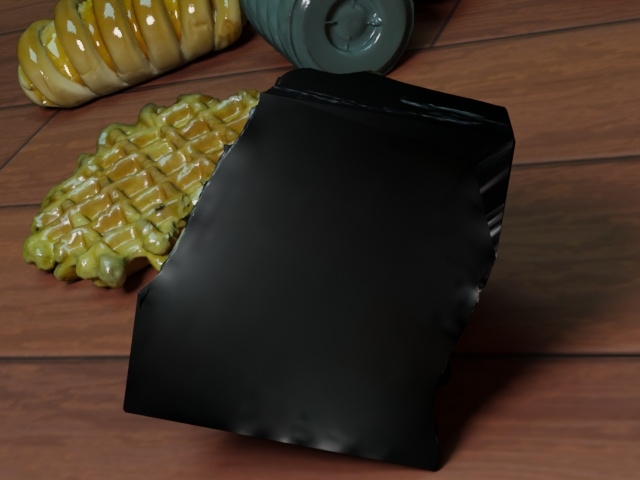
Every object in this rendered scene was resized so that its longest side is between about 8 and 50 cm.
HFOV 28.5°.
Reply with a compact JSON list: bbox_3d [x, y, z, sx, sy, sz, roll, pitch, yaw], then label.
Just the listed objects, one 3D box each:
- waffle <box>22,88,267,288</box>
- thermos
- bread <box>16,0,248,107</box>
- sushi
[{"bbox_3d":[-0.149,-0.058,1.246,0.281,0.058,0.301,8,44,42],"label":"waffle"},{"bbox_3d":[-0.024,-0.283,1.406,0.145,0.182,0.286,-45,33,1],"label":"thermos"},{"bbox_3d":[-0.240,-0.267,1.575,0.311,0.121,0.173,-21,31,5],"label":"bread"},{"bbox_3d":[0.000,-0.001,0.874,0.215,0.227,0.212,10,18,0],"label":"sushi"}]
